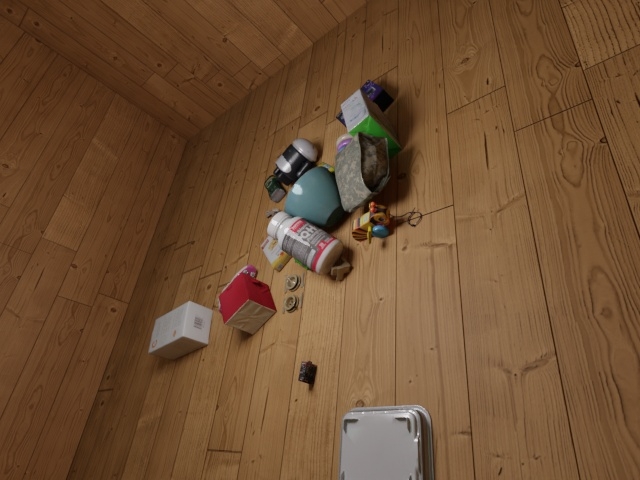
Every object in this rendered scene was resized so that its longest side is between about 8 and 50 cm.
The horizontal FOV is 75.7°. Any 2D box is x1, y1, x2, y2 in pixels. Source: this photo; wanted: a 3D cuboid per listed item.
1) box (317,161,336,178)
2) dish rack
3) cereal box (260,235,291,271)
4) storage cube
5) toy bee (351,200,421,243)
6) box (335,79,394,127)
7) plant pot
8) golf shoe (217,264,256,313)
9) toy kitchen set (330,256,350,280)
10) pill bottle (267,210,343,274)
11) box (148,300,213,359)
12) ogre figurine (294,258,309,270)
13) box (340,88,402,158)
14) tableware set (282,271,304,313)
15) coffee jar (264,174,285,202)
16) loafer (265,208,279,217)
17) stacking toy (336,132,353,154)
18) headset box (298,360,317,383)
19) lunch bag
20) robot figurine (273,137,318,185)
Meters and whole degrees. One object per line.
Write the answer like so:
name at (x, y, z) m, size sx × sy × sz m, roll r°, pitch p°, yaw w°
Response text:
box at (0.061, -0.326, 2.058) m, size 0.043 × 0.105 × 0.179 m, roll -39°, pitch 34°, yaw -4°
dish rack at (0.181, 0.656, 1.270) m, size 0.333 × 0.072 × 0.285 m, roll -20°, pitch 50°, yaw 36°
cereal box at (-0.217, 0.031, 2.164) m, size 0.173 × 0.047 × 0.240 m, roll -51°, pitch 38°, yaw 7°
storage cube at (-0.357, 0.308, 2.008) m, size 0.215 × 0.184 × 0.193 m, roll -45°, pitch 40°, yaw 15°
toy bee at (0.227, -0.098, 1.684) m, size 0.298 × 0.162 × 0.195 m, roll -38°, pitch 40°, yaw 23°
box at (0.227, -0.689, 2.157) m, size 0.261 × 0.103 × 0.184 m, roll -47°, pitch 36°, yaw 13°
plant pot at (0.004, -0.172, 1.922) m, size 0.195 × 0.290 × 0.290 m, roll 41°, pitch 97°, yaw 21°
golf shoe at (-0.465, 0.250, 2.230) m, size 0.306 × 0.115 × 0.140 m, roll -55°, pitch 34°, yaw 1°
toy kitchen set at (0.075, 0.124, 1.770) m, size 0.075 × 0.084 × 0.068 m, roll -124°, pitch 31°, yaw -50°
pill bottle at (-0.074, 0.003, 1.816) m, size 0.319 × 0.176 × 0.176 m, roll 32°, pitch 89°, yaw 20°
box at (-0.796, 0.520, 2.347) m, size 0.346 × 0.168 × 0.214 m, roll -28°, pitch 46°, yaw 31°
ogre figurine at (-0.068, 0.038, 1.953) m, size 0.118 × 0.097 × 0.196 m, roll 1°, pitch 93°, yaw 45°
box at (0.235, -0.526, 1.897) m, size 0.127 × 0.262 × 0.230 m, roll -35°, pitch 43°, yaw 26°
tableware set at (-0.139, 0.242, 1.936) m, size 0.128 × 0.039 × 0.194 m, roll -24°, pitch 48°, yaw 35°
coffee jar at (-0.273, -0.311, 2.444) m, size 0.096 × 0.079 × 0.184 m, roll -47°, pitch 39°, yaw 17°
loafer at (-0.273, -0.155, 2.370) m, size 0.125 × 0.045 × 0.039 m, roll -10°, pitch 74°, yaw 51°
stacking toy at (0.152, -0.356, 1.988) m, size 0.141 × 0.141 × 0.329 m, roll -25°, pitch 54°, yaw 35°
headset box at (-0.049, 0.518, 1.622) m, size 0.032 × 0.062 × 0.083 m, roll -12°, pitch 55°, yaw 42°
lunch bag at (0.179, -0.279, 1.771) m, size 0.235 × 0.169 × 0.286 m, roll 146°, pitch 127°, yaw -62°
robot figurine at (-0.138, -0.443, 2.323) m, size 0.209 × 0.174 × 0.278 m, roll 44°, pitch 103°, yaw 8°
